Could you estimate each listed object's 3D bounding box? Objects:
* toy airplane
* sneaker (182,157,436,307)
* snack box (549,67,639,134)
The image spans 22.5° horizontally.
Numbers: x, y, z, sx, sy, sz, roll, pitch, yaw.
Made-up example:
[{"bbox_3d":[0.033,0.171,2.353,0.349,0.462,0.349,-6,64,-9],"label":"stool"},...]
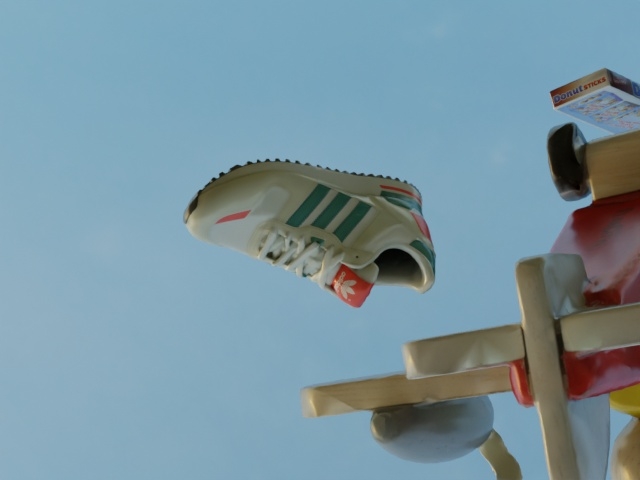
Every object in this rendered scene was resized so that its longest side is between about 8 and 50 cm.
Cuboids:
[{"bbox_3d":[0.215,0.084,1.090,0.384,0.272,0.386,-23,-164,-17],"label":"toy airplane"},{"bbox_3d":[0.000,0.000,0.948,0.161,0.057,0.075,4,-131,-30],"label":"sneaker"},{"bbox_3d":[0.298,-0.128,1.567,0.064,0.178,0.022,-22,-112,35],"label":"snack box"}]
